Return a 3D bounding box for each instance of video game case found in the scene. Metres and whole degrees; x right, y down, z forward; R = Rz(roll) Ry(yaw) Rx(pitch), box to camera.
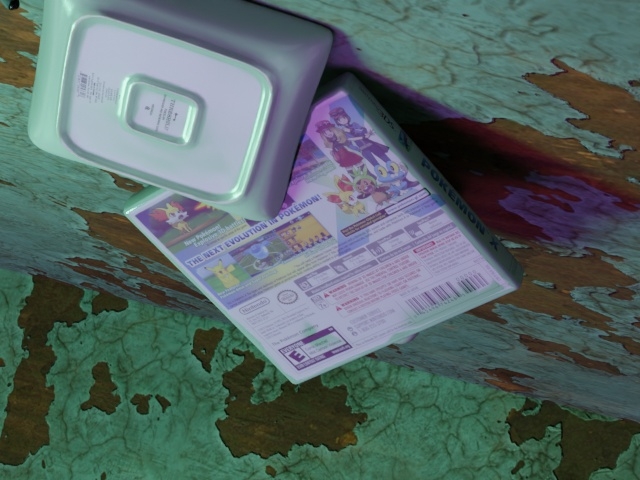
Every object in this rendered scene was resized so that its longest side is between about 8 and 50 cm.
[{"bbox_3d":[0.000,0.000,1.657,0.329,0.036,0.300,-26,118,35],"label":"video game case"}]

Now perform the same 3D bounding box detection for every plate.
[{"bbox_3d":[-0.151,-0.137,1.511,0.278,0.045,0.277,19,139,-1],"label":"plate"}]

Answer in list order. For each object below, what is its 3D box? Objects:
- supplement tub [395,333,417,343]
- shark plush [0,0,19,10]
[{"bbox_3d":[0.010,-0.006,1.803,0.272,0.191,0.191,19,168,2],"label":"supplement tub"},{"bbox_3d":[-0.311,-0.278,1.492,0.161,0.073,0.067,28,156,54],"label":"shark plush"}]
